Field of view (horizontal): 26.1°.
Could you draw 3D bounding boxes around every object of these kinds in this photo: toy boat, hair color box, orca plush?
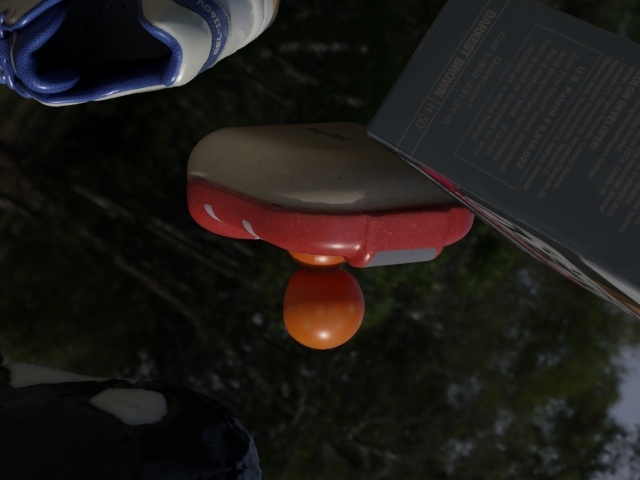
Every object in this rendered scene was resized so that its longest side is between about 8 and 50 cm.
[{"bbox_3d":[0.000,0.000,0.949,0.231,0.151,0.151,22,-67,60],"label":"toy boat"},{"bbox_3d":[0.218,0.005,0.708,0.374,0.185,0.114,33,-88,41],"label":"hair color box"},{"bbox_3d":[-0.166,0.089,0.445,0.102,0.287,0.151,89,7,-80],"label":"orca plush"}]

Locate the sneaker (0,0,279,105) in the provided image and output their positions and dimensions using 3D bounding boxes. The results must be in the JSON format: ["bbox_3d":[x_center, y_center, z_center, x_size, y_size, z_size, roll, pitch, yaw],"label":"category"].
[{"bbox_3d":[-0.178,-0.144,0.877,0.296,0.112,0.131,-3,-149,30],"label":"sneaker"}]

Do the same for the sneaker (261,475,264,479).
[{"bbox_3d":[-0.114,0.229,1.062,0.083,0.221,0.087,-102,-161,-51],"label":"sneaker"}]
